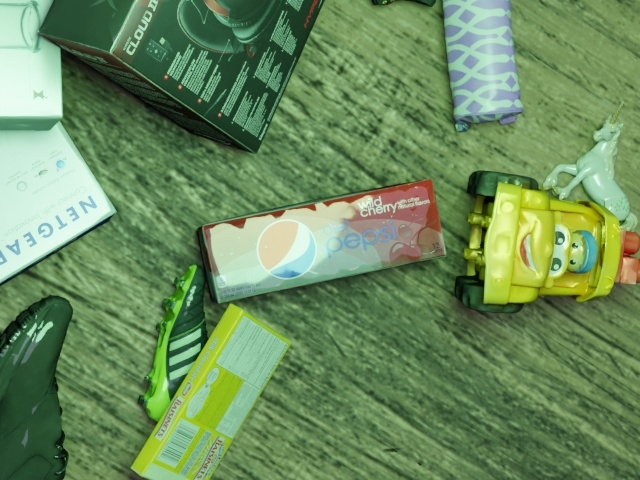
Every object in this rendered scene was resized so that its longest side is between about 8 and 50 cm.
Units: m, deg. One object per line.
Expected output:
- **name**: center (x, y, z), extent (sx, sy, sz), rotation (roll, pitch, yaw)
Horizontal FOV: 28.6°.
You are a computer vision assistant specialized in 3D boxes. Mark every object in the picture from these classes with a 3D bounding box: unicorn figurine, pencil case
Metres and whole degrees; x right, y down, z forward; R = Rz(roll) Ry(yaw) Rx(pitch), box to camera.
- **unicorn figurine**: center (0.323, -0.070, 1.474), extent (0.111, 0.060, 0.162), rotation (-29, 109, -10)
- **pencil case**: center (0.189, -0.232, 1.441), extent (0.088, 0.086, 0.206), rotation (-5, 91, -44)

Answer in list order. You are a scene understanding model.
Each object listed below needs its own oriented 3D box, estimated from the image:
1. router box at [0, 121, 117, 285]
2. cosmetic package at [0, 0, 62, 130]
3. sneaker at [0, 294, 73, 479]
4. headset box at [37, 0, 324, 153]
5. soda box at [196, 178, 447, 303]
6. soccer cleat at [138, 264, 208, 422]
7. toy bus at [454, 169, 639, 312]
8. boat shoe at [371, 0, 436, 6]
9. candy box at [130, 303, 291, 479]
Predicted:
- **router box**: center (-0.435, -0.067, 1.313), extent (0.335, 0.082, 0.301), rotation (-33, 93, -15)
- **cosmetic package**: center (-0.408, -0.299, 1.235), extent (0.285, 0.097, 0.377), rotation (-2, 87, -22)
- **sneaker**: center (-0.319, 0.196, 1.337), extent (0.130, 0.109, 0.286), rotation (24, 93, -14)
- **headset box**: center (-0.136, -0.248, 1.283), extent (0.110, 0.293, 0.218), rotation (19, 83, 34)
- **soda box**: center (0.000, 0.000, 1.398), extent (0.263, 0.083, 0.092), rotation (-11, 90, -10)
- **soccer cleat**: center (-0.147, 0.116, 1.387), extent (0.072, 0.060, 0.178), rotation (14, 92, -18)
- **toy bus**: center (0.258, 0.011, 1.353), extent (0.212, 0.220, 0.149), rotation (9, 93, 3)
- **boat shoe**: center (0.070, -0.289, 1.441), extent (0.133, 0.049, 0.042), rotation (14, 91, -6)
- **candy box**: center (-0.117, 0.177, 1.370), extent (0.027, 0.105, 0.205), rotation (26, 81, 36)
